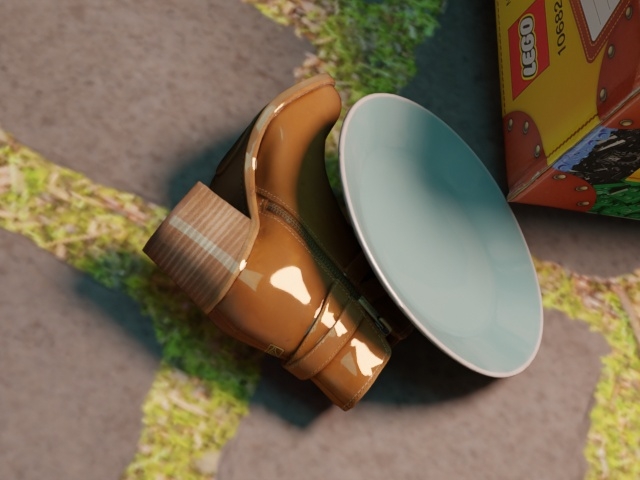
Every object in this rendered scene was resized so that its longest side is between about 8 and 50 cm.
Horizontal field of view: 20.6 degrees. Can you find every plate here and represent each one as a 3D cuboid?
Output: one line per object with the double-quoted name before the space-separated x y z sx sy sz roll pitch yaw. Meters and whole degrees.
"plate" 0.067 -0.001 1.050 0.188 0.024 0.188 35 39 -35

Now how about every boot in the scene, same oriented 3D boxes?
"boot" 0.000 0.000 1.040 0.152 0.073 0.197 39 50 -2

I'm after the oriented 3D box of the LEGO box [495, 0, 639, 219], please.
"LEGO box" 0.315 -0.264 1.192 0.372 0.193 0.500 8 66 -19
